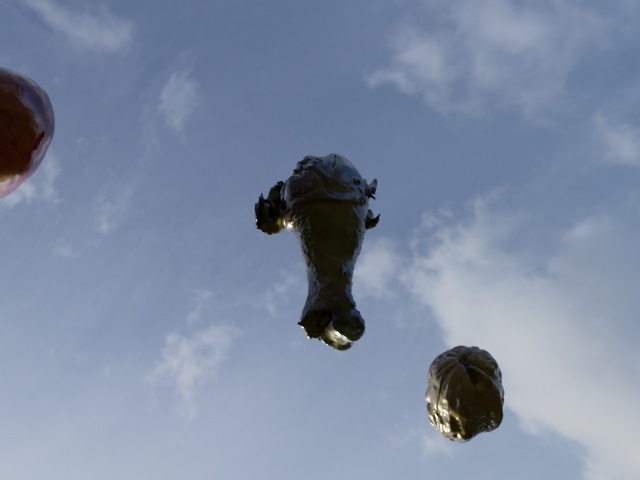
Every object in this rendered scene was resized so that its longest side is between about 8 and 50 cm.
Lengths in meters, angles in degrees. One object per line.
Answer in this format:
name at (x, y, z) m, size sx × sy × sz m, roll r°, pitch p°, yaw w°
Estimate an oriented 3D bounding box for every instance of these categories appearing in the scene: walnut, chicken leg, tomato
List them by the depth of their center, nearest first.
walnut at (0.138, 0.149, 0.521) m, size 0.079 × 0.082 × 0.096 m, roll -28°, pitch -52°, yaw -31°
tomato at (-0.461, -0.148, 0.740) m, size 0.136 × 0.195 × 0.195 m, roll 27°, pitch -83°, yaw -49°
chicken leg at (-0.010, -0.012, 0.899) m, size 0.211 × 0.361 × 0.140 m, roll 10°, pitch -39°, yaw 3°
